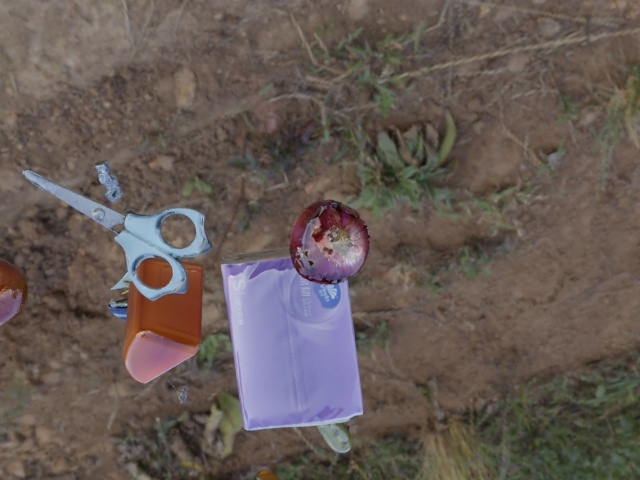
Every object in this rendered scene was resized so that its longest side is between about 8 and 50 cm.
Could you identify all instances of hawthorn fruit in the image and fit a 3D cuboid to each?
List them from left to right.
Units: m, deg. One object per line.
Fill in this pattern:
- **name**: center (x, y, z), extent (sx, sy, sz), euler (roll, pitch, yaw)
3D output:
- **hawthorn fruit**: center (-0.659, 0.110, 1.518), extent (0.133, 0.133, 0.138), euler (-25, -154, 35)

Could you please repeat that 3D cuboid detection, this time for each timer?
- **timer**: center (-0.419, 0.202, 1.924), extent (0.161, 0.257, 0.250), euler (15, 141, -26)

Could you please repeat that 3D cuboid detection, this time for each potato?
- **potato**: center (0.039, 0.546, 2.196), extent (0.085, 0.188, 0.105), euler (-38, -147, -7)

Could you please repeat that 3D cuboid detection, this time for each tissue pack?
- **tissue pack**: center (-0.053, 0.186, 1.473), extent (0.242, 0.338, 0.160), euler (-8, -174, -2)

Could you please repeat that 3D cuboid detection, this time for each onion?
- **onion**: center (0.000, 0.000, 1.305), extent (0.150, 0.150, 0.140), euler (-15, -167, -30)

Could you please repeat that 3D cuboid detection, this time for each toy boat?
- **toy boat**: center (-0.569, 0.112, 2.380), extent (0.221, 0.290, 0.067), euler (-15, -149, -27)

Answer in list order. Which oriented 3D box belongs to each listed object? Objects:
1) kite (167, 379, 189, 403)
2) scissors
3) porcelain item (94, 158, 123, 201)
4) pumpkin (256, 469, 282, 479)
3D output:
- **kite**: center (-0.339, 0.359, 1.822), extent (0.044, 0.078, 0.002), euler (-44, 161, 33)
- **scissors**: center (-0.376, -0.034, 1.386), extent (0.191, 0.360, 0.029), euler (-58, -161, 2)
- **porcelain item**: center (-0.396, -0.110, 1.420), extent (0.028, 0.083, 0.036), euler (10, -145, 38)
- **pumpkin**: center (-0.106, 0.556, 1.670), extent (0.054, 0.083, 0.074), euler (-22, -154, -34)
